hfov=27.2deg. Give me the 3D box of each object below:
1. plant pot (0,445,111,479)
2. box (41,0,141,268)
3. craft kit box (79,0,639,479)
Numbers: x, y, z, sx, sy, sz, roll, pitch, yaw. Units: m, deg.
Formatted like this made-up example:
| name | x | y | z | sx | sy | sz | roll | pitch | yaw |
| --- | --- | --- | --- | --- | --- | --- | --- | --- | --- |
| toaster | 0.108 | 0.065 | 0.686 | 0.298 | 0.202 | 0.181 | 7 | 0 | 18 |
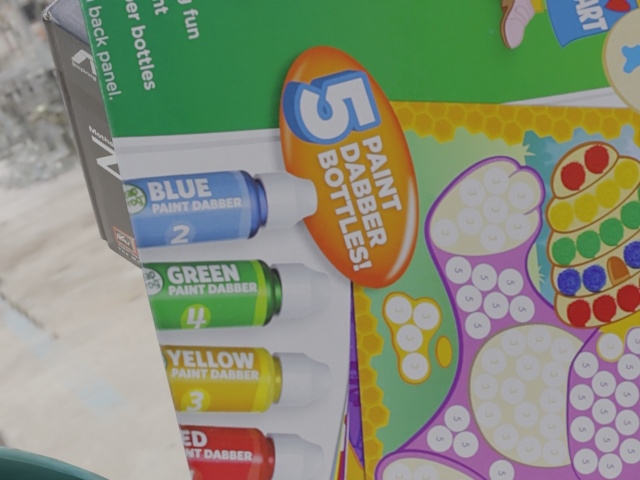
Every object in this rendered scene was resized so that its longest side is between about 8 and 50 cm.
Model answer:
| name | x | y | z | sx | sy | sz | roll | pitch | yaw |
| --- | --- | --- | --- | --- | --- | --- | --- | --- | --- |
| plant pot | -0.163 | 0.242 | 0.434 | 0.235 | 0.293 | 0.293 | -32 | 5 | 41 |
| box | 0.000 | 0.000 | 0.944 | 0.097 | 0.395 | 0.318 | -50 | -16 | -24 |
| craft kit box | 0.077 | -0.004 | 0.351 | 0.246 | 0.250 | 0.061 | -12 | 11 | 4 |
